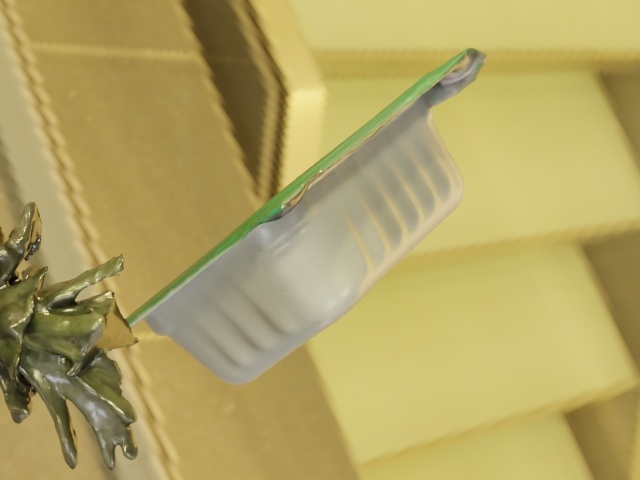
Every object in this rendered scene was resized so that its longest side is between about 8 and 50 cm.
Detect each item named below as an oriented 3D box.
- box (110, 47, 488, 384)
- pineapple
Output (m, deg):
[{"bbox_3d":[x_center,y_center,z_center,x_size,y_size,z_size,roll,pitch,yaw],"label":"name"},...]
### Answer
[{"bbox_3d":[0.000,0.000,1.605,0.106,0.264,0.337,50,41,-2],"label":"box"},{"bbox_3d":[-0.251,0.029,1.218,0.340,0.169,0.169,29,29,18],"label":"pineapple"}]
